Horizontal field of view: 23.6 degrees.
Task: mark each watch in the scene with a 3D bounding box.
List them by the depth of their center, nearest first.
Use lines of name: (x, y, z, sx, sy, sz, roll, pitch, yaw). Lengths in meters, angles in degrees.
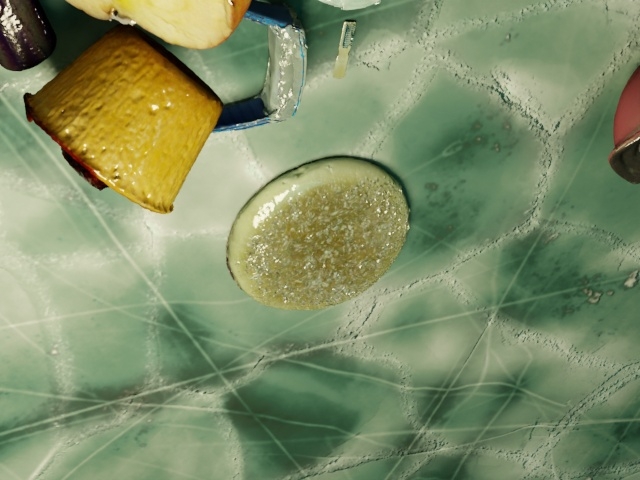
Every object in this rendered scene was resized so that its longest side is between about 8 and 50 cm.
watch: (-0.153, -0.240, 1.826, 0.274, 0.068, 0.276, -10, 131, -10)

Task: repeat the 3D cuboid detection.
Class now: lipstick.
lipstick: (-0.374, -0.312, 1.650, 0.081, 0.081, 0.300, -24, 133, -3)

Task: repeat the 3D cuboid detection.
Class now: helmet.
helmet: (0.499, -0.200, 2.077, 0.253, 0.154, 0.198, -20, 156, 18)

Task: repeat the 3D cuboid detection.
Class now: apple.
apple: (-0.179, -0.344, 1.591, 0.163, 0.293, 0.251, -59, 167, -22)

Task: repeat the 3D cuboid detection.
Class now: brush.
brush: (0.031, -0.239, 1.933, 0.016, 0.013, 0.084, -5, 131, -23)

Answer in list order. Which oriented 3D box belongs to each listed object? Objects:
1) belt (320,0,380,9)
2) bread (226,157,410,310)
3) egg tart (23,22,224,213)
belt: (0.035, -0.344, 1.656, 0.151, 0.078, 0.198, -9, 134, -18)
bread: (0.000, 0.000, 2.099, 0.267, 0.040, 0.267, -12, 132, -14)
egg tart: (-0.217, -0.138, 1.727, 0.171, 0.215, 0.215, -50, 130, 5)
